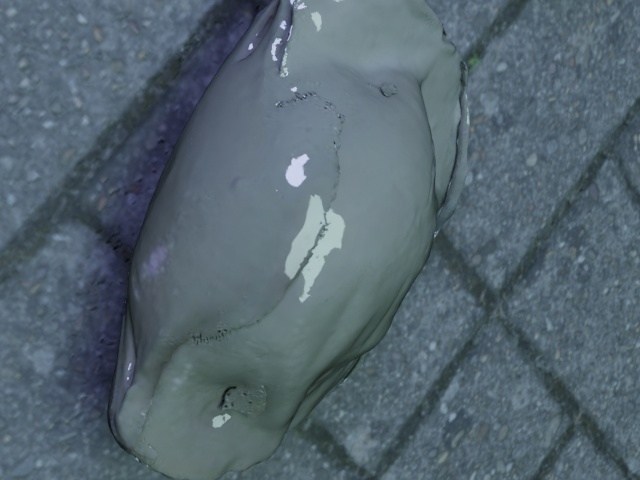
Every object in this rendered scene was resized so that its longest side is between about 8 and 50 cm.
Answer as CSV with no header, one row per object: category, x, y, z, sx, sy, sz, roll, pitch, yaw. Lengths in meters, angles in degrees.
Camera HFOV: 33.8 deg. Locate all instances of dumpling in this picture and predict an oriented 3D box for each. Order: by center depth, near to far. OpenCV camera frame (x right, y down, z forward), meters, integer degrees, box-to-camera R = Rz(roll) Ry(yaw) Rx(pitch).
dumpling,-0.001,0.004,0.743,0.260,0.181,0.341,25,65,-48
